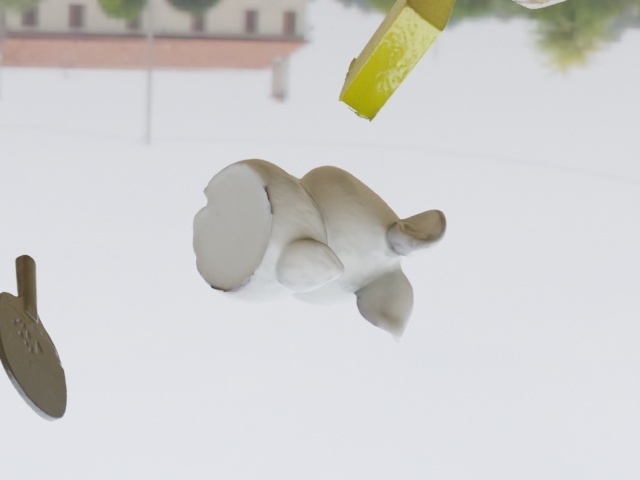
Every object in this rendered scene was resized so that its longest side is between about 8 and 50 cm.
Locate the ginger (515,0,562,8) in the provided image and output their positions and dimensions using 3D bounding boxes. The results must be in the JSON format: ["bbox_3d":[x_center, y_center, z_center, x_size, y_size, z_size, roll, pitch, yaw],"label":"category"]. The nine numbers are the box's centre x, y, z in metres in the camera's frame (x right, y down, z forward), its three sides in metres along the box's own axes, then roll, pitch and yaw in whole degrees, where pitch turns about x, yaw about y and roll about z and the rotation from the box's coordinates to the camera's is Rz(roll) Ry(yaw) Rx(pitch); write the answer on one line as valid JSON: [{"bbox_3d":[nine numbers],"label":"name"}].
[{"bbox_3d":[0.048,-0.220,0.762,0.276,0.221,0.130,43,169,-31],"label":"ginger"}]

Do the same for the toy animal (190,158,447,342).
[{"bbox_3d":[-0.002,0.003,1.299,0.193,0.127,0.178,13,-170,-31],"label":"toy animal"}]

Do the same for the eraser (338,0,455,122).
[{"bbox_3d":[0.071,-0.182,1.374,0.045,0.122,0.097,33,-145,-9],"label":"eraser"}]

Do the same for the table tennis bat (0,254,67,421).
[{"bbox_3d":[-0.313,0.098,1.594,0.022,0.131,0.234,-28,-142,9],"label":"table tennis bat"}]
